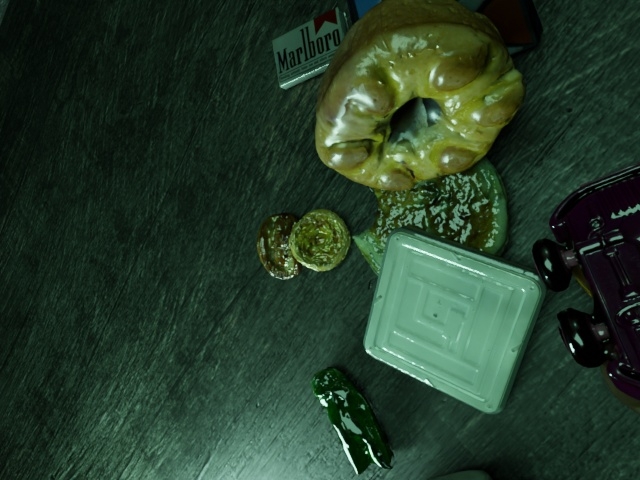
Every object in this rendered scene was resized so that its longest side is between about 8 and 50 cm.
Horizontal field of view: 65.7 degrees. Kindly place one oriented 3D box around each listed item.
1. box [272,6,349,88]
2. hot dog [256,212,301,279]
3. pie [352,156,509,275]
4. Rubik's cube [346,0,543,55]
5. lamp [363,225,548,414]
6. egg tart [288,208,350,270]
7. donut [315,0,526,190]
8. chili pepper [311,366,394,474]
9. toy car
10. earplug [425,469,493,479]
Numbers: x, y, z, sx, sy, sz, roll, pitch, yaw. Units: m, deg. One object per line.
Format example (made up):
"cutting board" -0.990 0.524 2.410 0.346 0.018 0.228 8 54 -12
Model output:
"box" -0.021 -0.414 1.075 0.178 0.036 0.115 -13 81 31
"hot dog" -0.085 0.011 1.077 0.099 0.065 0.147 -3 84 22
"pie" 0.195 -0.045 0.903 0.303 0.067 0.302 -1 88 32
"Rubik's cube" 0.195 -0.425 0.818 0.247 0.250 0.248 -17 76 30
"lamp" 0.216 0.132 0.850 0.269 0.047 0.266 21 114 27
"egg tart" 0.000 0.000 1.026 0.129 0.049 0.128 0 93 4
"donut" 0.134 -0.208 0.749 0.318 0.299 0.149 -19 59 29
"chili pepper" 0.060 0.352 0.971 0.098 0.061 0.224 -40 66 17
"toy car" 0.464 0.078 0.655 0.272 0.240 0.340 -23 47 28
"earplug" 0.197 0.596 0.724 0.313 0.313 0.393 -32 72 27
